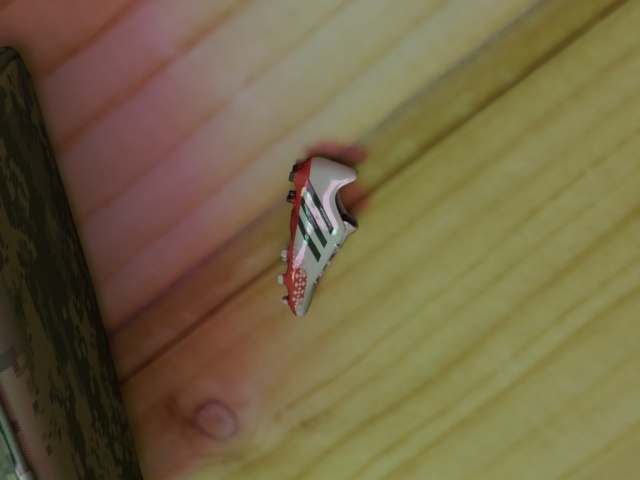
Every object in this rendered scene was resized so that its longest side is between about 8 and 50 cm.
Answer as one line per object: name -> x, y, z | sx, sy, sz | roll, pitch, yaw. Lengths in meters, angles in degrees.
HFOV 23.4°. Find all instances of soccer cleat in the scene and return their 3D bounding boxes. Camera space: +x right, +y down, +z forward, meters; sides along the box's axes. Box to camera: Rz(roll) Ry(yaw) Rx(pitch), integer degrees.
soccer cleat -> 0.000, 0.000, 0.746 | 0.035, 0.029, 0.083 | 7, 111, 5

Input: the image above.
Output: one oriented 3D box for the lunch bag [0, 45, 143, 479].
lunch bag -> -0.233, 0.077, 0.695 | 0.256, 0.212, 0.305 | -11, 115, 2
